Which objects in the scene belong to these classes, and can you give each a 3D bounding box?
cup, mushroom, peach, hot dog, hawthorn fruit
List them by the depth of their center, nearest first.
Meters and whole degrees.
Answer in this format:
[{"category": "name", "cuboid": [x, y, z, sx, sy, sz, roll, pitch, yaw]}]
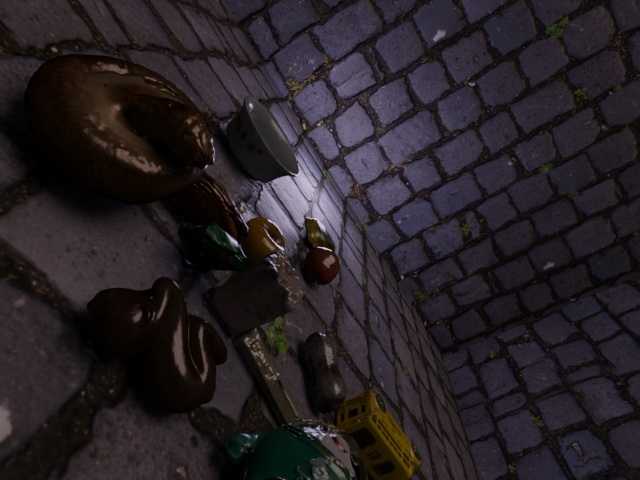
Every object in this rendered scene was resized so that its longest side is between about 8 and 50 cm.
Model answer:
[{"category": "mushroom", "cuboid": [-0.374, -0.214, 0.792, 0.345, 0.239, 0.345, 40, 7, -6]}, {"category": "hot dog", "cuboid": [-0.287, -0.097, 1.032, 0.272, 0.122, 0.196, 56, -10, -17]}, {"category": "peach", "cuboid": [-0.175, 0.009, 1.259, 0.179, 0.103, 0.179, 51, 18, -24]}, {"category": "cup", "cuboid": [-0.242, -0.362, 1.581, 0.347, 0.163, 0.347, 53, 18, -26]}, {"category": "hawthorn fruit", "cuboid": [0.011, 0.114, 1.597, 0.149, 0.149, 0.189, 46, 20, -43]}]

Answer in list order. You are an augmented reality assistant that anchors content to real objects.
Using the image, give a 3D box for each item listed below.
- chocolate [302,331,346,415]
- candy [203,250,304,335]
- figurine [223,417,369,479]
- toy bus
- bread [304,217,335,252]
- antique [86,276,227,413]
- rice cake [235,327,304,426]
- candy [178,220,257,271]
[{"category": "chocolate", "cuboid": [0.009, 0.379, 1.195, 0.110, 0.110, 0.248, 43, 21, -48]}, {"category": "candy", "cuboid": [-0.152, 0.124, 0.984, 0.137, 0.195, 0.185, 65, 11, -7]}, {"category": "figurine", "cuboid": [-0.036, 0.458, 0.729, 0.323, 0.232, 0.340, 37, 2, 19]}, {"category": "toy bus", "cuboid": [0.184, 0.627, 1.248, 0.330, 0.144, 0.152, 56, 16, -15]}, {"category": "bread", "cuboid": [0.000, 0.000, 1.866, 0.233, 0.088, 0.161, 50, 14, -43]}, {"category": "antique", "cuboid": [-0.265, 0.174, 0.669, 0.257, 0.121, 0.143, 61, 23, -27]}, {"category": "rice cake", "cuboid": [-0.119, 0.327, 0.962, 0.256, 0.057, 0.052, 62, -11, 0]}, {"category": "candy", "cuboid": [-0.240, 0.015, 0.950, 0.078, 0.203, 0.141, -41, 115, -30]}]
